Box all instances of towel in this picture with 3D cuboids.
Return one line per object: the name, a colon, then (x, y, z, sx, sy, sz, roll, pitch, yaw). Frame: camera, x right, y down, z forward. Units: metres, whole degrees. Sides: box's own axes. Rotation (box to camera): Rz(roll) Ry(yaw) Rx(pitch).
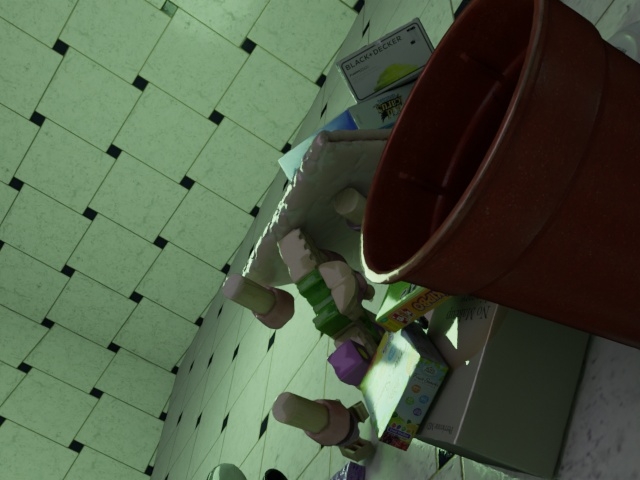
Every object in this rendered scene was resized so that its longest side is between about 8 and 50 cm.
towel: (0.062, -0.054, 1.216, 0.053, 0.317, 0.332, 61, 141, 28)

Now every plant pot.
plant pot: (0.212, -0.042, 0.647, 0.272, 0.265, 0.272, -157, 90, -78)

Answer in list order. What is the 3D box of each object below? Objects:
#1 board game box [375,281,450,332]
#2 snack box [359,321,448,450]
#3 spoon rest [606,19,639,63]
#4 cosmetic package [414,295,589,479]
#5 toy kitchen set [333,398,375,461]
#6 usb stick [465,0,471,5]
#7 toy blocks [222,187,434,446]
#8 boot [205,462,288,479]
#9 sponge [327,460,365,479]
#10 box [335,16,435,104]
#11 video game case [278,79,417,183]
board game box: (0.142, -0.024, 0.877, 0.124, 0.039, 0.259, -44, 19, 51)
snack box: (0.087, 0.149, 0.840, 0.141, 0.037, 0.100, -113, 45, -76)
spoon rest: (0.337, -0.213, 0.907, 0.137, 0.084, 0.276, -63, 26, 21)
cosmetic package: (0.201, 0.080, 0.828, 0.310, 0.113, 0.160, -69, 12, -15)
toy kitchen set: (0.055, 0.283, 1.191, 0.068, 0.083, 0.075, -27, 1, -18)
usb stick: (0.359, -0.576, 1.477, 0.278, 0.045, 0.077, -64, 12, 13)
toy blocks: (0.073, 0.119, 1.145, 0.309, 0.260, 0.289, -39, 51, 14)
boot: (-0.129, 0.512, 1.484, 0.223, 0.118, 0.338, -58, 26, 22)
sponge: (0.004, 0.439, 1.197, 0.117, 0.031, 0.210, -79, 17, -44)
box: (0.140, -0.325, 1.477, 0.169, 0.087, 0.290, -27, 1, 11)
video game case: (0.083, -0.213, 1.469, 0.244, 0.061, 0.269, -29, 2, -33)
